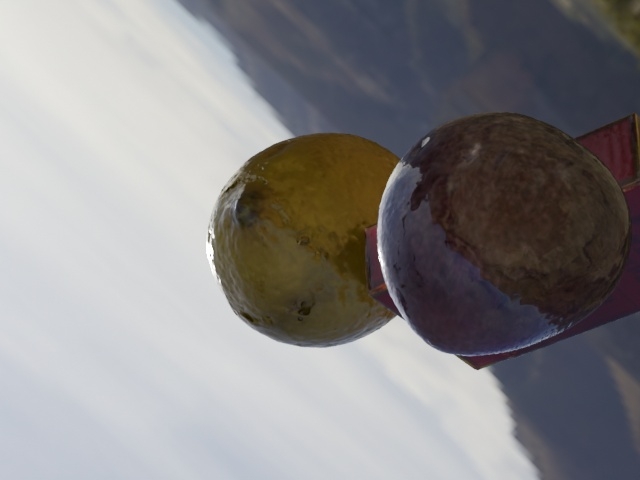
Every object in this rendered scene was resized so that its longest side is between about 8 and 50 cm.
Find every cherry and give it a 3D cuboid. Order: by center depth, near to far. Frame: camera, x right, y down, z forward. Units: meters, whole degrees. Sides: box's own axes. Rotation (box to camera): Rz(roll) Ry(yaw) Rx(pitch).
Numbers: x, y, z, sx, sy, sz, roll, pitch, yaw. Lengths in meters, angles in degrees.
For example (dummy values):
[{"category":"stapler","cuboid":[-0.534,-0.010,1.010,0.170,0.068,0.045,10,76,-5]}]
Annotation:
[{"category":"cherry","cuboid":[0.116,-0.007,1.295,0.176,0.140,0.176,9,-137,-8]}]

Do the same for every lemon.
[{"category":"lemon","cuboid":[0.008,-0.002,2.074,0.254,0.228,0.228,-12,-140,-28]}]

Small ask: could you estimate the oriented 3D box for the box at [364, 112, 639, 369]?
[{"category":"box","cuboid":[0.224,0.008,1.881,0.197,0.313,0.089,34,-137,-42]}]
